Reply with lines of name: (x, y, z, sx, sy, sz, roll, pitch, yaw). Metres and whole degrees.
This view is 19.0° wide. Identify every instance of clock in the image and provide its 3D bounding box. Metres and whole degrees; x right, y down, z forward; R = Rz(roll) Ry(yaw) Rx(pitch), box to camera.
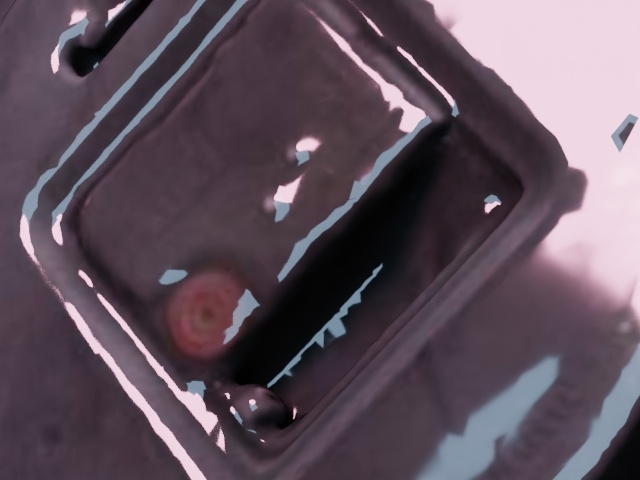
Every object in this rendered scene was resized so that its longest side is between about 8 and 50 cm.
clock: (0.000, 0.000, 0.424, 0.280, 0.055, 0.281, -9, 71, 27)
